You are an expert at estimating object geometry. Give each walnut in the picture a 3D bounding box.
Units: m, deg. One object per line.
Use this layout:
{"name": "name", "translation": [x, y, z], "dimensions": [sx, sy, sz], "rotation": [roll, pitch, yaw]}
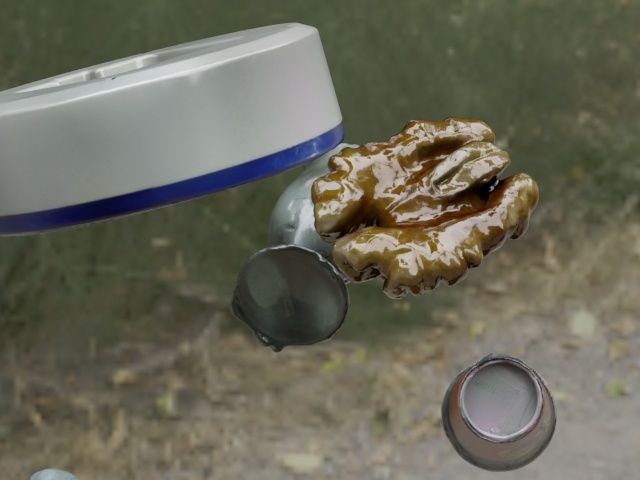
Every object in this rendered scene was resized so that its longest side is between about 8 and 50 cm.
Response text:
{"name": "walnut", "translation": [0.077, -0.020, 1.346], "dimensions": [0.170, 0.069, 0.143], "rotation": [-24, 61, -20]}

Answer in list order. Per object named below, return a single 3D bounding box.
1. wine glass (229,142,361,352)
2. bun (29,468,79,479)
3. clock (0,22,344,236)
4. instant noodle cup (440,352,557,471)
{"name": "wine glass", "translation": [0.000, 0.000, 1.532], "dimensions": [0.103, 0.103, 0.222], "rotation": [9, 29, 11]}
{"name": "bun", "translation": [-0.246, 0.282, 1.635], "dimensions": [0.083, 0.141, 0.141], "rotation": [20, 22, -8]}
{"name": "clock", "translation": [-0.104, -0.069, 1.066], "dimensions": [0.230, 0.083, 0.230], "rotation": [-14, 7, 2]}
{"name": "instant noodle cup", "translation": [0.187, 0.173, 1.843], "dimensions": [0.127, 0.127, 0.135], "rotation": [6, -11, 6]}
